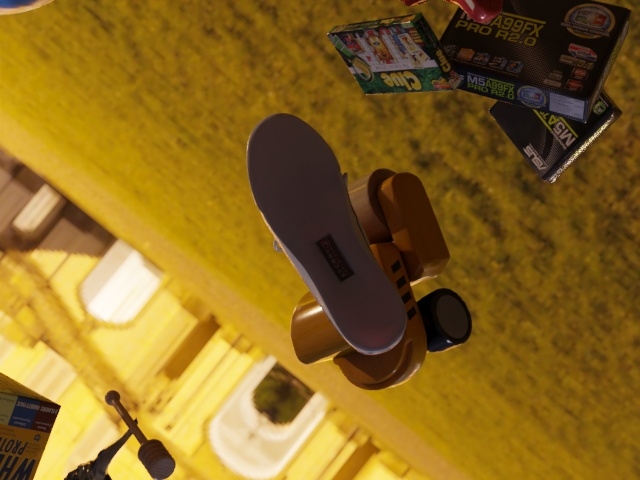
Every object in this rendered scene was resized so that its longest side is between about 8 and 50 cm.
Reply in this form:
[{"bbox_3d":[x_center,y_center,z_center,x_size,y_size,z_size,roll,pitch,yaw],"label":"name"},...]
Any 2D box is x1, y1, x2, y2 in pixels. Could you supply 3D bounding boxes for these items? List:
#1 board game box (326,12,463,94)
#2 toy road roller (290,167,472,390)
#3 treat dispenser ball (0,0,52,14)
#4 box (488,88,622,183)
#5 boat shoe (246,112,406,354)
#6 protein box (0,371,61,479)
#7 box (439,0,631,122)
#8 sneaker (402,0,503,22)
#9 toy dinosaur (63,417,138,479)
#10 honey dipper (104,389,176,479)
[{"bbox_3d":[0.118,-0.303,1.987,0.136,0.030,0.260,52,159,-23],"label":"board game box"},{"bbox_3d":[0.062,0.066,1.850,0.241,0.202,0.329,-6,-106,-47],"label":"toy road roller"},{"bbox_3d":[-0.394,-0.416,1.446,0.288,0.288,0.288,39,176,4],"label":"treat dispenser ball"},{"bbox_3d":[0.422,-0.233,2.188,0.045,0.184,0.190,15,-143,-50],"label":"box"},{"bbox_3d":[0.008,-0.003,1.713,0.367,0.136,0.156,59,173,8],"label":"boat shoe"},{"bbox_3d":[-0.560,0.317,1.951,0.201,0.199,0.136,18,176,42],"label":"protein box"},{"bbox_3d":[0.341,-0.318,1.967,0.270,0.216,0.060,19,149,20],"label":"box"},{"bbox_3d":[0.191,-0.378,1.829,0.087,0.128,0.221,10,-135,-32],"label":"sneaker"},{"bbox_3d":[-0.282,0.323,1.523,0.064,0.118,0.268,3,153,-30],"label":"toy dinosaur"},{"bbox_3d":[-0.198,0.204,1.300,0.030,0.030,0.161,42,179,-37],"label":"honey dipper"}]
